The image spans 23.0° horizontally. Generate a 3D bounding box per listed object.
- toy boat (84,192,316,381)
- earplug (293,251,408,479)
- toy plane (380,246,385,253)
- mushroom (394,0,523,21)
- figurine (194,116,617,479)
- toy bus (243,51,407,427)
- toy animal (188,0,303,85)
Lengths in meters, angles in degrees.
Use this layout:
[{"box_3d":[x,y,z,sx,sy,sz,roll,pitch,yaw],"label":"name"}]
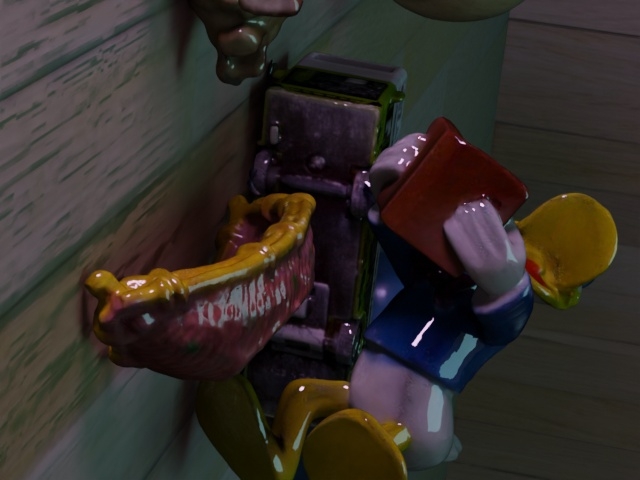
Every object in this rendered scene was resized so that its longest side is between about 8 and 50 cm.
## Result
[{"box_3d":[-0.063,0.027,1.033,0.141,0.099,0.318,-40,180,16],"label":"toy boat"},{"box_3d":[0.036,0.139,1.464,0.132,0.132,0.273,-56,159,-66],"label":"earplug"},{"box_3d":[0.046,0.061,1.599,0.223,0.104,0.326,-36,146,-36],"label":"toy plane"},{"box_3d":[0.128,-0.336,1.415,0.234,0.254,0.260,19,73,-42],"label":"mushroom"},{"box_3d":[0.095,0.029,1.189,0.338,0.204,0.284,-22,126,-41],"label":"figurine"},{"box_3d":[0.000,0.000,1.296,0.139,0.113,0.302,-59,159,-60],"label":"toy bus"},{"box_3d":[-0.044,-0.242,0.935,0.157,0.097,0.312,-89,-177,-76],"label":"toy animal"}]
